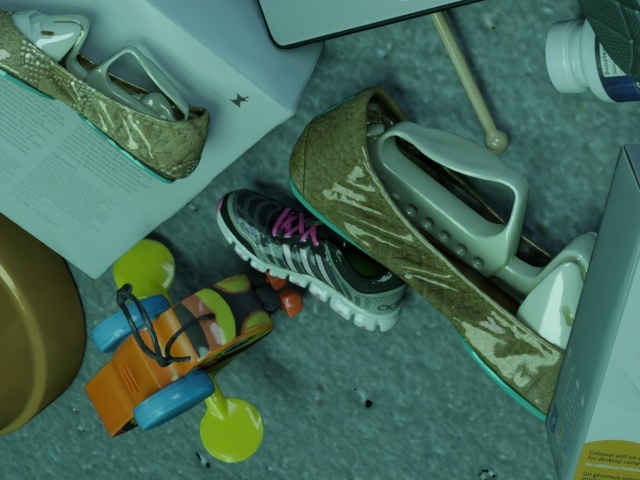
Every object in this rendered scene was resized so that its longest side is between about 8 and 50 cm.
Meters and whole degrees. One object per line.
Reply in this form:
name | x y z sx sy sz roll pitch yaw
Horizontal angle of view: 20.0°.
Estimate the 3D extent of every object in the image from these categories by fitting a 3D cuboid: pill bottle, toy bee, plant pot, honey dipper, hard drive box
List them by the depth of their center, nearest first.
pill bottle | 0.212 -0.125 1.195 0.120 0.067 0.067 -2 119 34
hard drive box | 0.266 0.065 1.212 0.181 0.089 0.232 7 120 -6
honey dipper | 0.098 -0.131 1.294 0.030 0.030 0.161 -11 118 38
toy bee | -0.094 0.090 1.501 0.298 0.162 0.195 4 117 66
plant pot | -0.389 0.087 1.638 0.291 0.203 0.291 17 128 23

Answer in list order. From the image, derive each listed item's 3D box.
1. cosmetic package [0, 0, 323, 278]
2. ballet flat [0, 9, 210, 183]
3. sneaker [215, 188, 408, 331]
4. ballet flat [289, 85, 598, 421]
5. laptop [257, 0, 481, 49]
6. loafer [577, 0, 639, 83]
cosmetic package | -0.231 -0.165 1.372 0.377 0.097 0.284 38 137 -17
ballet flat | -0.166 -0.121 1.290 0.206 0.073 0.067 32 108 -15
sneaker | 0.000 0.000 1.425 0.170 0.063 0.075 32 133 3
ballet flat | 0.129 0.011 1.324 0.342 0.116 0.124 43 130 7
laptop | -0.002 -0.310 1.081 0.382 0.236 0.408 -9 106 37
loafer | 0.173 -0.210 1.057 0.096 0.084 0.267 31 157 50
